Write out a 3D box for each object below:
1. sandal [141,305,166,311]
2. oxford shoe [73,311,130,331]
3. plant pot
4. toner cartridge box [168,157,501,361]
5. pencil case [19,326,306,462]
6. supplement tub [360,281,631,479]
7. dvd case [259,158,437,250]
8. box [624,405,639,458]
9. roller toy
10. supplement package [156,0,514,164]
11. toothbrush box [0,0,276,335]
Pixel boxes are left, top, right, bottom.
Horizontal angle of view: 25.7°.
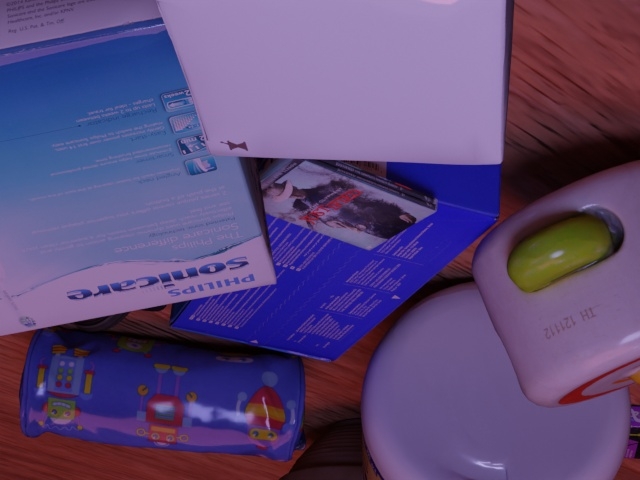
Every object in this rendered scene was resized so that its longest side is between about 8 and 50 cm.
[{"bbox_3d":[-0.229,0.032,1.181,0.254,0.054,0.097,-4,136,44],"label":"sandal"},{"bbox_3d":[-0.189,0.017,1.257,0.096,0.083,0.227,37,147,-13],"label":"oxford shoe"},{"bbox_3d":[0.065,0.286,1.707,0.237,0.110,0.237,5,154,2],"label":"plant pot"},{"bbox_3d":[0.000,0.000,1.163,0.165,0.075,0.348,15,153,-16],"label":"toner cartridge box"},{"bbox_3d":[-0.161,0.161,1.487,0.306,0.119,0.133,6,-162,-3],"label":"pencil case"},{"bbox_3d":[0.159,0.206,1.368,0.241,0.241,0.331,4,154,4],"label":"supplement tub"},{"bbox_3d":[0.010,-0.028,1.002,0.119,0.013,0.087,21,150,-27],"label":"dvd case"},{"bbox_3d":[0.290,0.218,1.612,0.162,0.029,0.116,2,154,10],"label":"box"},{"bbox_3d":[0.225,0.039,1.052,0.209,0.146,0.191,-16,163,-19],"label":"roller toy"},{"bbox_3d":[0.019,-0.170,0.607,0.134,0.244,0.139,2,155,8],"label":"supplement package"},{"bbox_3d":[-0.157,-0.070,0.835,0.216,0.126,0.295,-11,150,2],"label":"toothbrush box"}]
